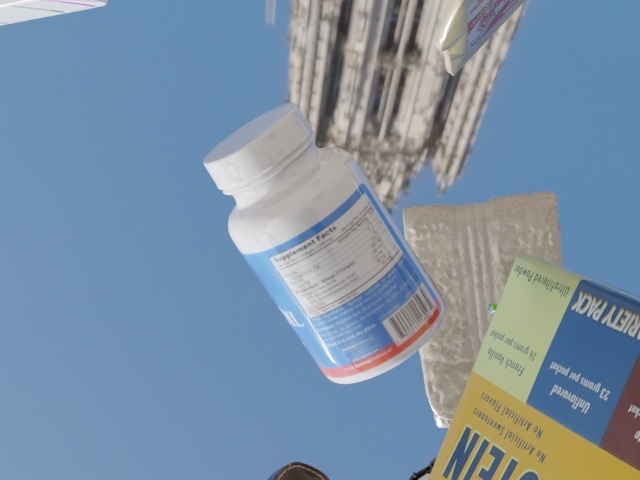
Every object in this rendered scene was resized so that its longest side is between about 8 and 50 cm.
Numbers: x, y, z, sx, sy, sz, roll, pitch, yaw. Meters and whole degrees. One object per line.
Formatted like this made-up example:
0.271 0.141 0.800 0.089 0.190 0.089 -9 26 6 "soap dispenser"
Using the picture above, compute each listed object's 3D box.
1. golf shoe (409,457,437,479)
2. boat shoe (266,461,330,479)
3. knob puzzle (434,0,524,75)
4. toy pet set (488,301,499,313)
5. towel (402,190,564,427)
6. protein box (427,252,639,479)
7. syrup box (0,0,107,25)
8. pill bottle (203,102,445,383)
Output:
0.146 0.253 1.317 0.077 0.094 0.198 31 -76 48 "golf shoe"
-0.018 0.212 0.771 0.073 0.073 0.207 17 -143 -6 "boat shoe"
0.168 -0.256 1.169 0.030 0.213 0.213 43 -113 14 "knob puzzle"
0.220 0.114 1.284 0.114 0.122 0.065 21 -93 5 "toy pet set"
0.205 0.084 1.487 0.187 0.049 0.282 -7 -75 4 "towel"
0.149 0.140 0.480 0.199 0.136 0.201 20 -87 -27 "protein box"
-0.351 -0.292 1.368 0.237 0.096 0.093 -3 -88 33 "syrup box"
0.000 0.000 1.043 0.124 0.124 0.221 -39 -74 -21 "pill bottle"
